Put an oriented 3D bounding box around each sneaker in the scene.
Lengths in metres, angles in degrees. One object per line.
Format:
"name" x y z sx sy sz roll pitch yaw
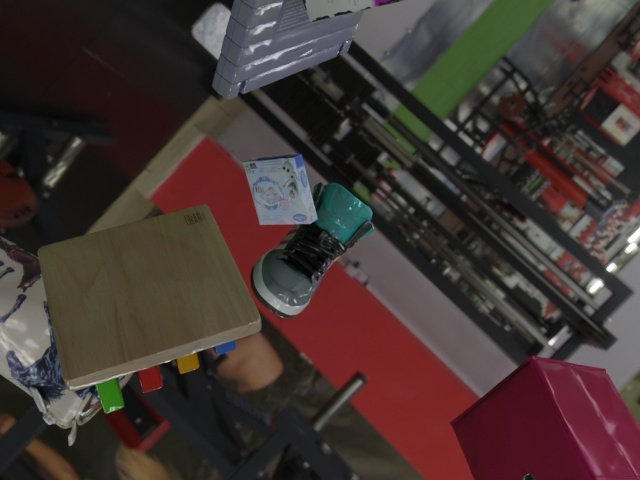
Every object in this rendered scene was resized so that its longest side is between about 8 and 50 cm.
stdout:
"sneaker" 0.000 0.000 1.215 0.178 0.123 0.295 -51 -176 24

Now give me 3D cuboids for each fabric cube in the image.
"fabric cube" 0.460 0.412 1.473 0.259 0.258 0.254 13 131 -34

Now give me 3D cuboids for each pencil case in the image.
"pencil case" -0.450 0.097 1.047 0.160 0.410 0.184 -54 -177 47

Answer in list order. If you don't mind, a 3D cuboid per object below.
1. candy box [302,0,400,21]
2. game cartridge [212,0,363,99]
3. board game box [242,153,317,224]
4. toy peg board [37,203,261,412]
"candy box" 0.060 -0.435 1.136 0.233 0.159 0.071 2 -146 41
"game cartridge" -0.036 -0.403 1.355 0.355 0.068 0.230 -33 153 -43
"board game box" -0.053 -0.066 0.989 0.090 0.090 0.020 0 -159 38
"toy peg board" -0.152 0.063 0.675 0.160 0.161 0.079 -16 136 -16
